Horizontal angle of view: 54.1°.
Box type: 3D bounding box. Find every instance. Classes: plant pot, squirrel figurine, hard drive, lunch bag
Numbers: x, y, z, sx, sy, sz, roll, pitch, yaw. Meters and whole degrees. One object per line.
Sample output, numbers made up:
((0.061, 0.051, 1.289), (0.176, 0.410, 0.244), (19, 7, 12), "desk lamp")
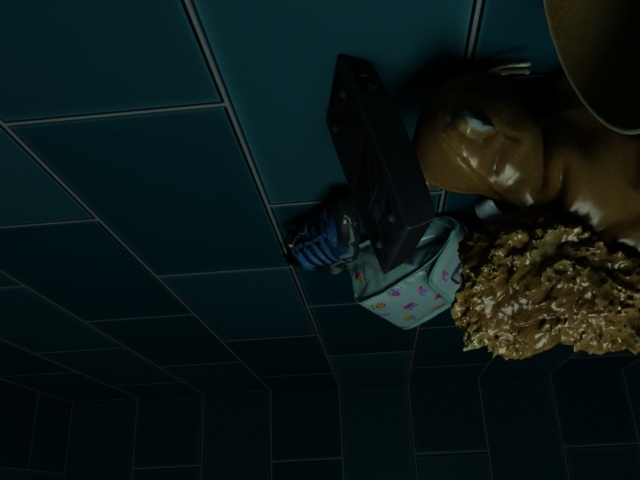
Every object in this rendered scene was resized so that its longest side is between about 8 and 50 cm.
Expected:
((0.369, -0.252, 0.565), (0.255, 0.237, 0.237), (-20, 155, 5), "plant pot")
((0.290, -0.045, 0.811), (0.371, 0.396, 0.281), (17, 161, -17), "squirrel figurine")
((0.074, -0.100, 0.830), (0.054, 0.254, 0.172), (-15, 159, -12), "hard drive")
((0.221, 0.062, 1.342), (0.262, 0.160, 0.223), (-29, 144, 21), "lunch bag")

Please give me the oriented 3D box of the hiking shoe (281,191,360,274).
((0.000, 0.000, 1.219), (0.132, 0.113, 0.304), (0, 157, -8), "hiking shoe")

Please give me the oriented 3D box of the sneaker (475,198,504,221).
((0.377, -0.058, 1.202), (0.152, 0.053, 0.061), (6, 153, -18), "sneaker")

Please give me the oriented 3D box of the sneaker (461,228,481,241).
((0.384, 0.038, 1.264), (0.147, 0.129, 0.330), (4, 165, 39), "sneaker")
